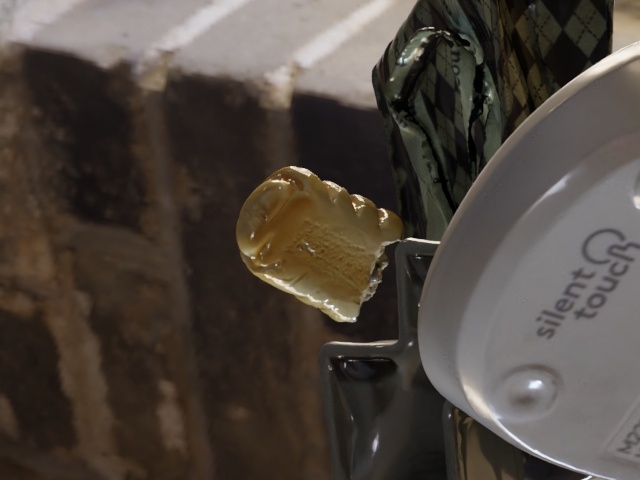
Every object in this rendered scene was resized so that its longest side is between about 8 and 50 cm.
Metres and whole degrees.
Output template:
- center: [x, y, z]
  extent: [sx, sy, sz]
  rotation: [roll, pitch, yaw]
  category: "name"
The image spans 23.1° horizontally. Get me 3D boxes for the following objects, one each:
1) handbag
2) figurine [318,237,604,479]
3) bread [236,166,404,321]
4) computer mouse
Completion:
- center: [0.169, -0.107, 1.557]
  extent: [0.416, 0.180, 0.316]
  rotation: [126, -39, -72]
  category: "handbag"
- center: [0.144, 0.063, 0.824]
  extent: [0.285, 0.342, 0.167]
  rotation: [-5, 69, -53]
  category: "figurine"
- center: [0.000, 0.000, 1.513]
  extent: [0.177, 0.084, 0.119]
  rotation: [30, 100, -25]
  category: "bread"
- center: [0.180, 0.013, 0.605]
  extent: [0.121, 0.297, 0.184]
  rotation: [-97, -153, -52]
  category: "computer mouse"
